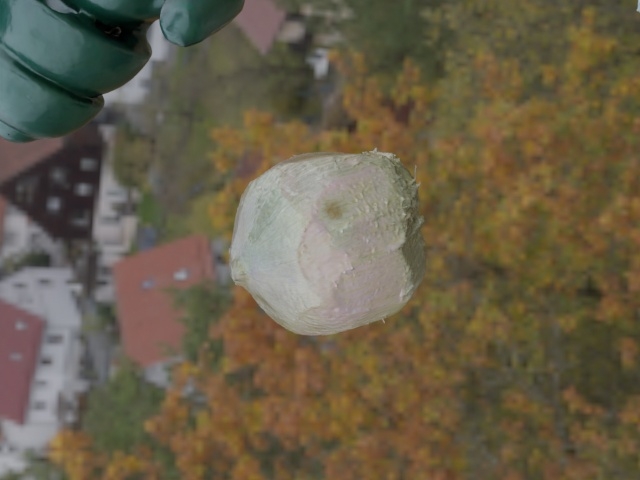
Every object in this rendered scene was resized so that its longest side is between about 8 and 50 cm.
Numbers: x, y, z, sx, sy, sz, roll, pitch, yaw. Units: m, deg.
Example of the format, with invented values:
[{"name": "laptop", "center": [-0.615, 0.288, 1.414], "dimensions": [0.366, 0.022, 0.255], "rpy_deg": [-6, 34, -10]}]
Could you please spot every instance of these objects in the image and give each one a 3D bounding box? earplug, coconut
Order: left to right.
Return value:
[{"name": "earplug", "center": [-0.204, -0.185, 1.564], "dimensions": [0.257, 0.164, 0.280], "rpy_deg": [48, 110, 27]}, {"name": "coconut", "center": [0.000, 0.003, 1.601], "dimensions": [0.194, 0.194, 0.194], "rpy_deg": [-177, 90, -68]}]

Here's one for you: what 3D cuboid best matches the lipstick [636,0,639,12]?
[{"name": "lipstick", "center": [0.346, -0.175, 1.240], "dimensions": [0.290, 0.076, 0.077], "rpy_deg": [-143, 65, -64]}]
